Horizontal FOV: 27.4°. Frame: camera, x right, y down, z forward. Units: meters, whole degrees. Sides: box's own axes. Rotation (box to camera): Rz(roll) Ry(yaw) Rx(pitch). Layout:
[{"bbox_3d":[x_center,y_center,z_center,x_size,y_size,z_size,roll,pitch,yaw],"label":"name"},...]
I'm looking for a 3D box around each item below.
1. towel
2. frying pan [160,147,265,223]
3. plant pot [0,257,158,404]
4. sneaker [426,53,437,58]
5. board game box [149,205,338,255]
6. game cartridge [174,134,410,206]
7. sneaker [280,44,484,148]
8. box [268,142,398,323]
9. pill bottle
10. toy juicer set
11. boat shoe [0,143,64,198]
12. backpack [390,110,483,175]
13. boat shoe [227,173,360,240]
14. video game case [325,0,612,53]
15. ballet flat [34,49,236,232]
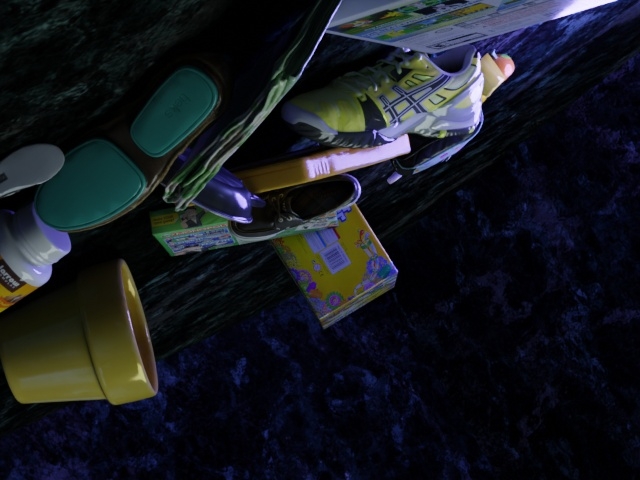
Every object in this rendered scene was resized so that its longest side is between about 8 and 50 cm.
[{"bbox_3d":[-0.077,-0.194,1.632,0.325,0.038,0.248,-42,-164,50],"label":"towel"},{"bbox_3d":[-0.132,-0.070,1.855,0.326,0.197,0.053,19,105,-46],"label":"frying pan"},{"bbox_3d":[-0.434,0.182,2.333,0.239,0.254,0.254,-15,172,-1],"label":"plant pot"},{"bbox_3d":[0.132,-0.276,2.228,0.166,0.065,0.076,-32,156,-15],"label":"sneaker"},{"bbox_3d":[-0.128,-0.037,2.323,0.317,0.046,0.213,-10,168,0],"label":"board game box"},{"bbox_3d":[-0.050,-0.121,2.171,0.285,0.053,0.323,-10,-175,35],"label":"game cartridge"},{"bbox_3d":[0.099,-0.242,2.112,0.384,0.145,0.147,-13,122,-35],"label":"sneaker"},{"bbox_3d":[0.000,0.000,2.563,0.177,0.290,0.279,-31,173,-3],"label":"box"},{"bbox_3d":[-0.444,0.037,1.757,0.215,0.117,0.117,-33,172,11],"label":"pill bottle"},{"bbox_3d":[0.254,-0.268,2.627,0.329,0.089,0.209,-46,178,32],"label":"toy juicer set"},{"bbox_3d":[-0.377,-0.077,1.577,0.142,0.049,0.040,-27,-170,-17],"label":"boat shoe"},{"bbox_3d":[0.191,-0.219,2.356,0.188,0.166,0.144,-28,174,2],"label":"backpack"},{"bbox_3d":[-0.043,-0.056,2.151,0.228,0.080,0.076,-14,179,-1],"label":"boat shoe"},{"bbox_3d":[0.204,-0.314,1.717,0.329,0.036,0.300,-11,174,36],"label":"video game case"},{"bbox_3d":[-0.224,-0.130,1.657,0.342,0.116,0.124,-40,-174,30],"label":"ballet flat"}]
